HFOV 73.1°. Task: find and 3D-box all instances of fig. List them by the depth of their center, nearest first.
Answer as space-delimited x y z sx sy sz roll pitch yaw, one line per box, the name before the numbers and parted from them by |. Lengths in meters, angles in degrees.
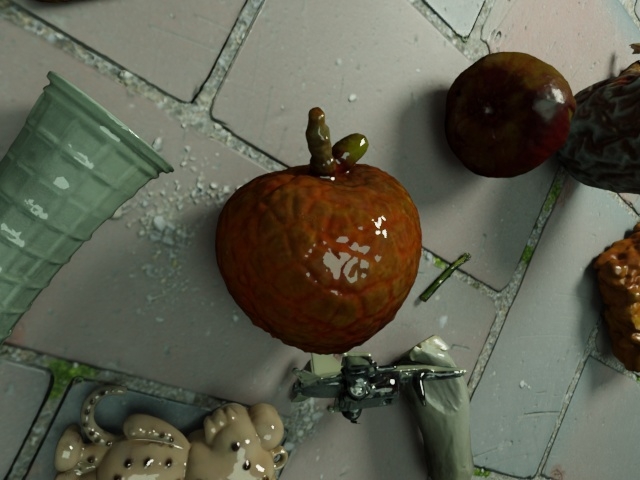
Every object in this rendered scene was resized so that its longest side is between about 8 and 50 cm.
fig | 0.339 -0.213 0.691 0.290 0.190 0.191 -21 107 -22

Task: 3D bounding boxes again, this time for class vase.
vase | -0.295 -0.001 0.420 0.143 0.143 0.299 41 82 -26

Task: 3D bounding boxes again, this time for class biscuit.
biscuit | 0.770 0.113 1.000 0.318 0.110 0.312 -32 110 -20

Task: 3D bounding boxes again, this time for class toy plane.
toy plane | 0.089 0.209 0.623 0.261 0.088 0.192 4 137 0

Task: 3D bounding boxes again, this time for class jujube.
jujube | 0.567 -0.182 0.738 0.225 0.317 0.226 -8 109 -24

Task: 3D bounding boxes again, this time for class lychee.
lychee | 0.000 0.000 0.513 0.255 0.255 0.300 -13 107 -25

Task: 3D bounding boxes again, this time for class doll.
doll | -0.176 0.272 0.540 0.277 0.119 0.154 16 89 -19

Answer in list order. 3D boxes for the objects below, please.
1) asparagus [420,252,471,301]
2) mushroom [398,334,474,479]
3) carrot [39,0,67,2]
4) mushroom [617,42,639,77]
asparagus | 0.221 0.062 0.759 0.127 0.015 0.018 -40 123 -16
mushroom | 0.205 0.311 0.735 0.097 0.109 0.352 -21 107 -21
carrot | -0.218 -0.285 0.463 0.191 0.047 0.047 -21 107 -27
mushroom | 0.659 -0.320 0.892 0.135 0.080 0.171 -26 109 -35
